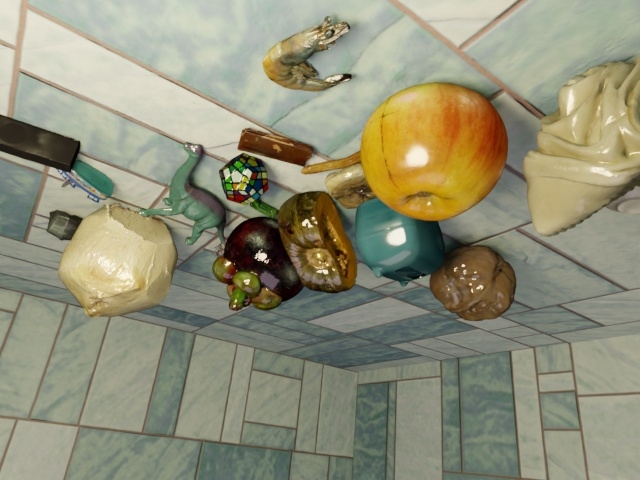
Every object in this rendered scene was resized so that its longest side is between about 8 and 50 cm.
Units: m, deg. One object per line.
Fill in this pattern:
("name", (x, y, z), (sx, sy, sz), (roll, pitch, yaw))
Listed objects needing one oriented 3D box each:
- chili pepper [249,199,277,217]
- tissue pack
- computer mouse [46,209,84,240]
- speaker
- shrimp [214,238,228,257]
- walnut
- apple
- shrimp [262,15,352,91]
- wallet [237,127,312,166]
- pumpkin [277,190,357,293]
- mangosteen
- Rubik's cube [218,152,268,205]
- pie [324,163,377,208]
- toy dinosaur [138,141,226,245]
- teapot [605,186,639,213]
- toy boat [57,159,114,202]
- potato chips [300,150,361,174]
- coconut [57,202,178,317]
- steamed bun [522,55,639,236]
("chili pepper", (-0.179, -0.107, 1.392), (0.055, 0.035, 0.118), (-20, 137, 21))
("tissue pack", (0.225, 0.006, 1.278), (0.198, 0.206, 0.287), (-17, 161, 26))
("computer mouse", (-0.912, -0.036, 1.656), (0.126, 0.071, 0.231), (21, 151, -29))
("speaker", (-0.730, -0.248, 1.164), (0.217, 0.082, 0.044), (19, 153, -22))
("shrimp", (-0.354, 0.037, 1.705), (0.065, 0.057, 0.165), (6, 149, -38))
("walnut", (0.497, 0.140, 1.526), (0.272, 0.227, 0.273), (5, 151, 3))
("apple", (0.220, -0.172, 0.929), (0.285, 0.233, 0.286), (6, 156, 3))
("shrimp", (-0.008, -0.333, 0.865), (0.150, 0.051, 0.217), (24, 157, -39))
("wallet", (-0.109, -0.226, 1.132), (0.175, 0.026, 0.095), (14, 159, -13))
("pumpkin", (0.000, 0.000, 1.354), (0.139, 0.222, 0.317), (-16, 119, 22))
("mangosteen", (-0.178, 0.080, 1.468), (0.299, 0.301, 0.300), (5, 155, 2))
("Rubik's cube", (-0.196, -0.157, 1.195), (0.111, 0.133, 0.133), (21, 167, 36))
("pie", (0.116, -0.142, 1.203), (0.184, 0.052, 0.218), (-17, 156, 23))
("toy dinosaur", (-0.319, -0.114, 1.352), (0.330, 0.130, 0.383), (-25, 143, 33))
("teapot", (0.725, -0.121, 1.095), (0.226, 0.093, 0.145), (22, 150, -23))
("toy boat", (-0.685, -0.166, 1.308), (0.110, 0.091, 0.175), (-24, 140, 19))
("potato chips", (0.040, -0.195, 1.163), (0.203, 0.026, 0.037), (-11, 148, 34))
("coconut", (-0.653, 0.085, 1.518), (0.345, 0.361, 0.346), (7, 155, 3))
("steamed bun", (0.505, -0.186, 0.843), (0.309, 0.220, 0.324), (-28, 166, -16))
